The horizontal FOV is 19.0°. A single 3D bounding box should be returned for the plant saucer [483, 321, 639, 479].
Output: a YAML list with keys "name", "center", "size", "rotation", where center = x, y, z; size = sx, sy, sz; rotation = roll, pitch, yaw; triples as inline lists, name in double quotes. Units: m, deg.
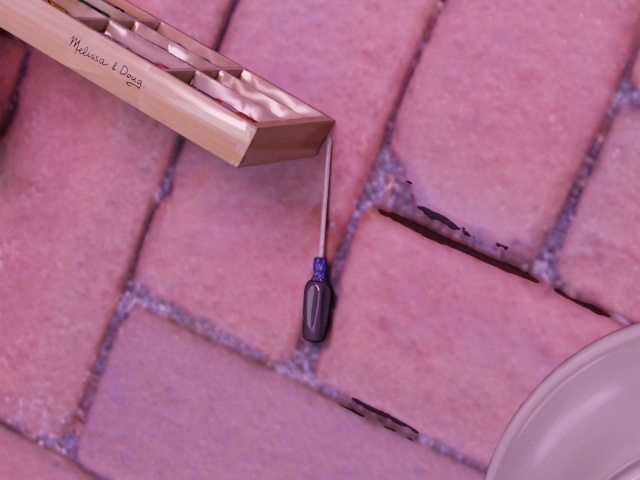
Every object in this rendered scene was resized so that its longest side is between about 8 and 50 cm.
- name: "plant saucer"
  center: [0.300, 0.255, 1.445]
  size: [0.400, 0.100, 0.400]
  rotation: [2, 96, 20]

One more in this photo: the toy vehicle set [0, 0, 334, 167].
- name: "toy vehicle set"
  center: [-0.134, -0.141, 1.525]
  size: [0.267, 0.166, 0.035]
  rotation: [31, 105, 14]

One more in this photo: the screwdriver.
- name: "screwdriver"
  center: [0.000, 0.000, 1.567]
  size: [0.024, 0.025, 0.170]
  rotation: [6, 98, 19]
